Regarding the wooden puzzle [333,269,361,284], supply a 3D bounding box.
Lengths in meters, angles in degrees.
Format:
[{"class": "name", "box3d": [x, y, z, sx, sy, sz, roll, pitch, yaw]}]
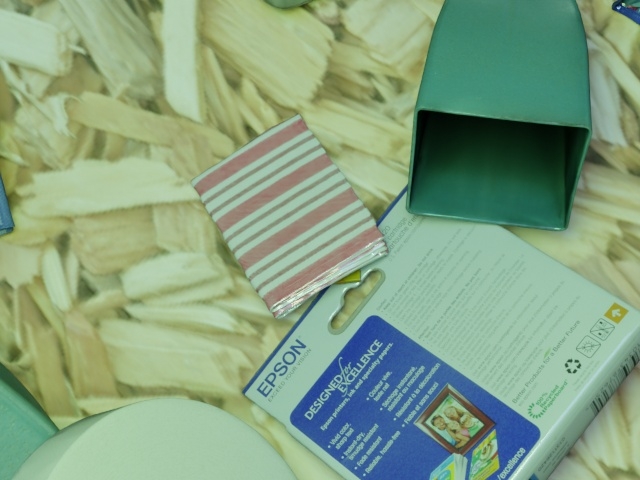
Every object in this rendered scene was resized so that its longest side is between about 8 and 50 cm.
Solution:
[{"class": "wooden puzzle", "box3d": [0.000, 0.000, 1.446, 0.079, 0.014, 0.116, -14, 64, 3]}]

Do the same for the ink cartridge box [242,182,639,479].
[{"class": "ink cartridge box", "box3d": [0.124, 0.126, 1.375, 0.307, 0.072, 0.303, 34, 82, 37]}]

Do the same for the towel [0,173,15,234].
[{"class": "towel", "box3d": [-0.484, -0.076, 1.450, 0.285, 0.034, 0.209, -12, 103, 1]}]

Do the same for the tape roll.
[{"class": "tape roll", "box3d": [-0.133, 0.337, 1.229, 0.072, 0.392, 0.392, -20, 75, 38]}]

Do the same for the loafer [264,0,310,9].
[{"class": "loafer", "box3d": [0.041, -0.386, 1.482, 0.112, 0.111, 0.319, 39, 83, 10]}]

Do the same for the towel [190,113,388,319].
[{"class": "towel", "box3d": [-0.035, -0.028, 1.442, 0.144, 0.029, 0.197, -31, 63, -5]}]

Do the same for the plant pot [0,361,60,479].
[{"class": "plant pot", "box3d": [-0.352, 0.234, 1.303, 0.252, 0.247, 0.248, 40, 82, -23]}]

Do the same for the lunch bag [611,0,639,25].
[{"class": "lunch bag", "box3d": [0.429, -0.326, 1.356, 0.138, 0.293, 0.221, 38, 82, 9]}]

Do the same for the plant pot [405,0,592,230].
[{"class": "plant pot", "box3d": [0.184, -0.159, 1.389, 0.166, 0.165, 0.234, 6, 55, 4]}]
